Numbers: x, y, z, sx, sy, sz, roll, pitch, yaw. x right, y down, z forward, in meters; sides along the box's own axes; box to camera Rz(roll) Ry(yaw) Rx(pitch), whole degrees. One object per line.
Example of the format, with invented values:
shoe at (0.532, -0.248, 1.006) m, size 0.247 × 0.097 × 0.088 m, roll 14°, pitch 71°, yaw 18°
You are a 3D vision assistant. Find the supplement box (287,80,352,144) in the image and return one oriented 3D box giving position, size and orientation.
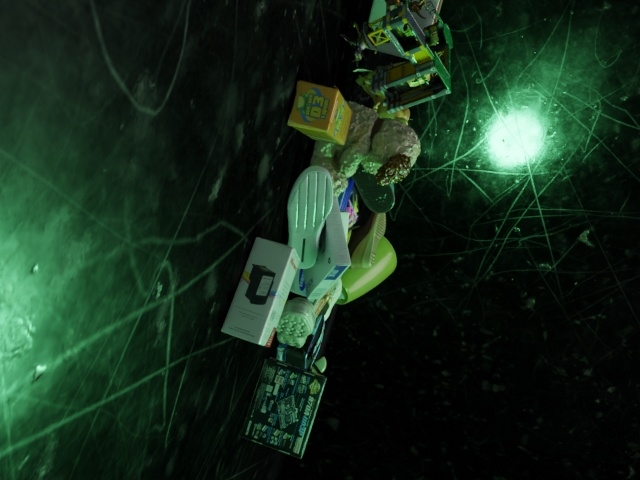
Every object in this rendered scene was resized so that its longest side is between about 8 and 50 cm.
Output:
supplement box at (0.005, -0.230, 0.987) m, size 0.233 × 0.080 × 0.078 m, roll -23°, pitch 128°, yaw -78°

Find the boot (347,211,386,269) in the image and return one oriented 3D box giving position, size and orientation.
boot at (0.111, -0.020, 1.865) m, size 0.090 × 0.206 × 0.249 m, roll 45°, pitch 57°, yaw -52°

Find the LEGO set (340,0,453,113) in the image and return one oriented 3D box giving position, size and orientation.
LEGO set at (0.165, -0.458, 1.231) m, size 0.331 × 0.192 × 0.255 m, roll 26°, pitch 59°, yaw -51°

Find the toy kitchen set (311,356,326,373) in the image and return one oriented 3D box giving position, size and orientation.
toy kitchen set at (-0.093, 0.450, 1.932) m, size 0.207 × 0.166 × 0.122 m, roll -34°, pitch 165°, yaw -7°

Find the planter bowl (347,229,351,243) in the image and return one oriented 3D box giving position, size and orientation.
planter bowl at (0.020, 0.051, 1.707) m, size 0.217 × 0.090 × 0.217 m, roll 22°, pitch 90°, yaw -83°

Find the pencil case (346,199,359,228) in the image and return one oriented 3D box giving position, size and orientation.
pencil case at (0.070, -0.089, 1.735) m, size 0.236 × 0.104 × 0.105 m, roll 4°, pitch 103°, yaw -82°

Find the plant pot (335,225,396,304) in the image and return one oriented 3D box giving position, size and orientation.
plant pot at (0.138, 0.131, 2.270) m, size 0.293 × 0.274 × 0.275 m, roll -46°, pitch 157°, yaw -40°

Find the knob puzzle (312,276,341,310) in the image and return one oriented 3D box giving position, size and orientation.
knob puzzle at (0.018, 0.160, 1.558) m, size 0.213 × 0.029 × 0.213 m, roll -60°, pitch 169°, yaw -20°

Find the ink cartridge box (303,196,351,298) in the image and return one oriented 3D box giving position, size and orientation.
ink cartridge box at (0.000, 0.000, 1.275) m, size 0.223 × 0.045 × 0.224 m, roll 124°, pitch -38°, yaw -58°

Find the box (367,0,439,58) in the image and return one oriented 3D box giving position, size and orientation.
box at (0.247, -0.676, 1.401) m, size 0.215 × 0.168 × 0.346 m, roll -60°, pitch 166°, yaw -61°

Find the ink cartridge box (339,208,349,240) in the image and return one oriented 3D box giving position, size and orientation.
ink cartridge box at (0.026, -0.027, 1.368) m, size 0.104 × 0.061 × 0.182 m, roll -148°, pitch -120°, yaw -69°

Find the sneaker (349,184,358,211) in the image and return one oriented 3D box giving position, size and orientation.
sneaker at (0.117, -0.169, 2.113) m, size 0.053 × 0.059 × 0.144 m, roll 53°, pitch 31°, yaw -43°

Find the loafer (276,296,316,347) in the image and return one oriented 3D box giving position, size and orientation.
loafer at (-0.066, 0.197, 1.385) m, size 0.319 × 0.111 × 0.112 m, roll 110°, pitch -5°, yaw -69°

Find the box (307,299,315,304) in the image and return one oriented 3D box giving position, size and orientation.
box at (-0.023, 0.226, 2.022) m, size 0.145 × 0.038 × 0.186 m, roll -61°, pitch 168°, yaw -56°

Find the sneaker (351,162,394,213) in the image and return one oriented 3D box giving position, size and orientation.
sneaker at (0.126, -0.237, 1.460) m, size 0.178 × 0.123 × 0.296 m, roll -83°, pitch 151°, yaw -64°

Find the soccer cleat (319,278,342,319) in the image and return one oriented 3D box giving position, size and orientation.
soccer cleat at (0.032, 0.215, 2.008) m, size 0.076 × 0.068 × 0.196 m, roll 81°, pitch 29°, yaw -68°

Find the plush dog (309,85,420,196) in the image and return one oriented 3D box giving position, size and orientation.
plush dog at (0.111, -0.223, 1.176) m, size 0.263 × 0.225 × 0.211 m, roll -69°, pitch 172°, yaw -46°

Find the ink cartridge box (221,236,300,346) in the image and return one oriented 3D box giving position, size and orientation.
ink cartridge box at (-0.103, 0.096, 0.958) m, size 0.127 × 0.072 × 0.175 m, roll 77°, pitch 31°, yaw -75°

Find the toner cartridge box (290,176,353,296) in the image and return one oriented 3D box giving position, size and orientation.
toner cartridge box at (0.008, -0.021, 1.514) m, size 0.165 × 0.075 × 0.348 m, roll -23°, pitch 129°, yaw -79°

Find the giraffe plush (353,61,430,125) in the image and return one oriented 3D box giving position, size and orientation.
giraffe plush at (0.191, -0.377, 1.439) m, size 0.181 × 0.210 × 0.171 m, roll -166°, pitch -111°, yaw -72°

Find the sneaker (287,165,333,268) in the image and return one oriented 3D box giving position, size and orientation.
sneaker at (-0.033, -0.060, 1.145) m, size 0.091 × 0.094 × 0.258 m, roll -97°, pitch -163°, yaw -50°

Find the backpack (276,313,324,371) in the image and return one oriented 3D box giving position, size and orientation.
backpack at (-0.054, 0.303, 1.646) m, size 0.158 × 0.116 × 0.173 m, roll 96°, pitch 14°, yaw -56°

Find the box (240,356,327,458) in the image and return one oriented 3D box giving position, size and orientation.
box at (-0.097, 0.446, 1.429) m, size 0.051 × 0.175 × 0.221 m, roll 61°, pitch 46°, yaw -81°
